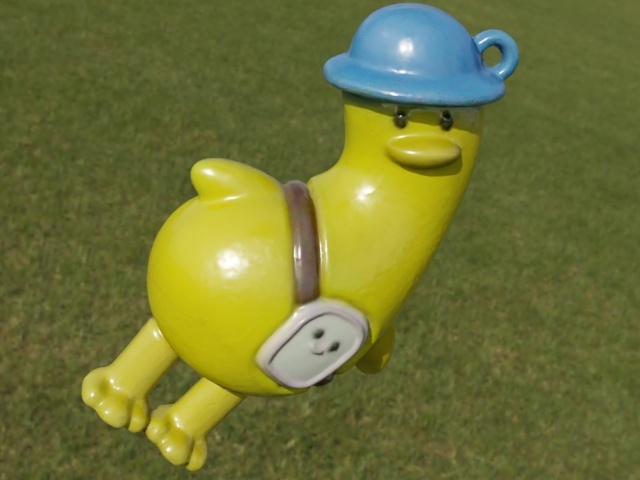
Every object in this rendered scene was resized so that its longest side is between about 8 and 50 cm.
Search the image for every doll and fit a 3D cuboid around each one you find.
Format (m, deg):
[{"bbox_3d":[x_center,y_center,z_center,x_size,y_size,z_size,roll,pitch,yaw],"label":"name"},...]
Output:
[{"bbox_3d":[0.000,0.000,0.687,0.199,0.363,0.145,39,11,-25],"label":"doll"}]
